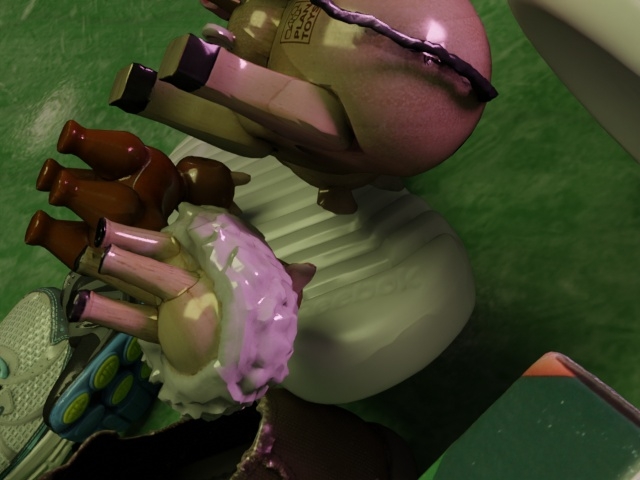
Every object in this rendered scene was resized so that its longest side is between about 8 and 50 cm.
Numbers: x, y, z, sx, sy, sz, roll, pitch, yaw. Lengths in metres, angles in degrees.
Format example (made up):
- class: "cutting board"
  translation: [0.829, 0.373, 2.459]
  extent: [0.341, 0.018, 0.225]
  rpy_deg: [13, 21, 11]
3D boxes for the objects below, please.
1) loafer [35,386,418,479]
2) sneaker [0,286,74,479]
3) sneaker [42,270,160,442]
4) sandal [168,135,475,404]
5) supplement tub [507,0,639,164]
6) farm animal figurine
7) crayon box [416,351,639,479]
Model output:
- class: "loafer"
  translation: [-0.127, 0.163, 0.845]
  extent: [0.366, 0.130, 0.133]
  rpy_deg: [-27, 38, 21]
- class: "sneaker"
  translation: [-0.250, 0.138, 0.995]
  extent: [0.110, 0.122, 0.283]
  rpy_deg: [0, 53, 44]
- class: "sneaker"
  translation: [-0.143, 0.060, 1.011]
  extent: [0.078, 0.067, 0.188]
  rpy_deg: [0, 45, 20]
- class: "sandal"
  translation: [-0.014, 0.007, 0.912]
  extent: [0.169, 0.102, 0.416]
  rpy_deg: [-26, 24, 0]
- class: "supplement tub"
  translation: [0.274, -0.159, 0.681]
  extent: [0.331, 0.241, 0.241]
  rpy_deg: [-45, 35, 3]
- class: "farm animal figurine"
  translation: [-0.001, -0.098, 0.735]
  extent: [0.330, 0.172, 0.327]
  rpy_deg: [-65, 19, 8]
- class: "crayon box"
  translation: [0.043, 0.220, 0.561]
  extent: [0.318, 0.202, 0.081]
  rpy_deg: [-44, 35, -3]
